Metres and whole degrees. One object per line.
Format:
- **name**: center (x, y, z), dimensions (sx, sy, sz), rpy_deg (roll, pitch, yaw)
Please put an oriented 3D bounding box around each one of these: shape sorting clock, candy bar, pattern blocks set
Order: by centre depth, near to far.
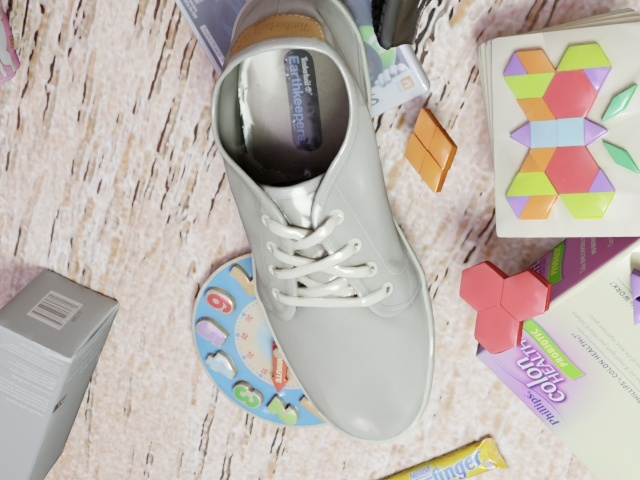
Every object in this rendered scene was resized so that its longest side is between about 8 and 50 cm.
- **pattern blocks set**: center (0.200, -0.087, 0.810), dimensions (0.285, 0.026, 0.324), rpy_deg (-18, 84, 30)
- **shape sorting clock**: center (-0.038, 0.106, 1.033), dimensions (0.206, 0.040, 0.206), rpy_deg (6, 116, 12)
- **candy bar**: center (0.124, 0.254, 1.073), dimensions (0.161, 0.018, 0.040), rpy_deg (-27, 105, 23)

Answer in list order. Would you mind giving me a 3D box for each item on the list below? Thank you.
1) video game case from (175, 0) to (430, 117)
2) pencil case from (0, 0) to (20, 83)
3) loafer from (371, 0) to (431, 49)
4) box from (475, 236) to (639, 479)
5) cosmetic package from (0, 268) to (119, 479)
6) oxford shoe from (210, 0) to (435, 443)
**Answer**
- **video game case**: center (-0.019, -0.184, 0.902), dimensions (0.173, 0.022, 0.190), rpy_deg (-23, 107, 23)
- **pencil case**: center (-0.393, -0.299, 0.861), dimensions (0.160, 0.167, 0.386), rpy_deg (-11, 109, 6)
- **loafer**: center (0.104, -0.251, 0.802), dimensions (0.078, 0.080, 0.220), rpy_deg (16, 116, -13)
- **box**: center (0.304, 0.083, 0.890), dimensions (0.213, 0.117, 0.243), rpy_deg (45, 116, -8)
- **cosmetic package**: center (-0.317, 0.166, 1.086), dimensions (0.107, 0.127, 0.238), rpy_deg (24, 120, 2)
- **oxford shoe**: center (0.000, 0.000, 0.894), dimensions (0.169, 0.130, 0.449), rpy_deg (-7, 112, 13)
